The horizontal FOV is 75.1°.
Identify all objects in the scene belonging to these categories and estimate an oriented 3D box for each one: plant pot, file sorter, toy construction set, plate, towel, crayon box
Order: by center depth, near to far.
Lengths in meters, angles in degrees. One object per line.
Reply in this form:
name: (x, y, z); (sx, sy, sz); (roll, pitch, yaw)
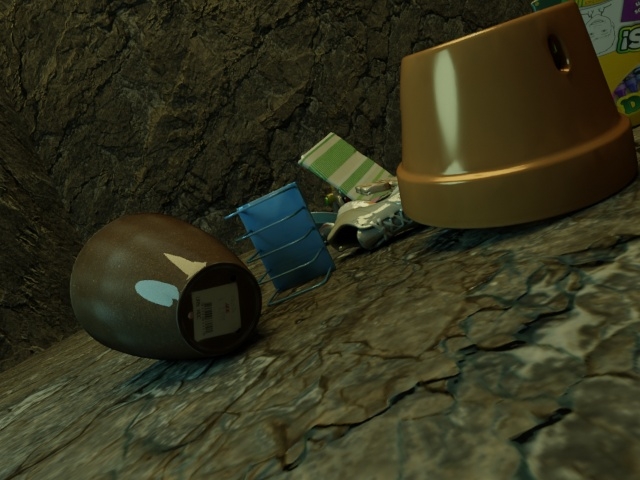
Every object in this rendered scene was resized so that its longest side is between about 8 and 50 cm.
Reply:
plant pot: (0.226, -0.167, 0.543); (0.291, 0.203, 0.291); (-17, 19, 6)
plant pot: (-0.186, 0.071, 0.552); (0.215, 0.215, 0.230); (-28, 21, -36)
file sorter: (-0.067, 0.007, 0.698); (0.118, 0.170, 0.104); (-23, 9, 13)
crayon box: (0.651, -0.407, 0.798); (0.363, 0.313, 0.106); (-22, 2, 33)
plate: (0.006, -0.039, 1.241); (0.188, 0.024, 0.188); (0, -19, 0)
towel: (0.108, -0.240, 1.473); (0.248, 0.325, 0.038); (-48, -7, -43)
toy construction set: (0.044, -0.170, 1.612); (0.309, 0.237, 0.257); (-23, 5, 18)

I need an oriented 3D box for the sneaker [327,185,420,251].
sneaker: (0.126, -0.034, 0.763); (0.262, 0.099, 0.121); (-21, 23, 38)

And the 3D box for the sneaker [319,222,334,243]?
sneaker: (0.000, 0.000, 1.191); (0.158, 0.061, 0.065); (-22, 29, 48)

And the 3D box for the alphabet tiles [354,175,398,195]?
alphabet tiles: (0.222, -0.140, 0.921); (0.284, 0.021, 0.278); (-13, 9, -2)

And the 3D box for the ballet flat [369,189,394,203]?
ballet flat: (0.225, -0.120, 1.272); (0.221, 0.077, 0.079); (-27, 21, 31)

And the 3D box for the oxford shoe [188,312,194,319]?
oxford shoe: (-0.282, 0.100, 0.942); (0.146, 0.140, 0.397); (-19, 5, -22)
